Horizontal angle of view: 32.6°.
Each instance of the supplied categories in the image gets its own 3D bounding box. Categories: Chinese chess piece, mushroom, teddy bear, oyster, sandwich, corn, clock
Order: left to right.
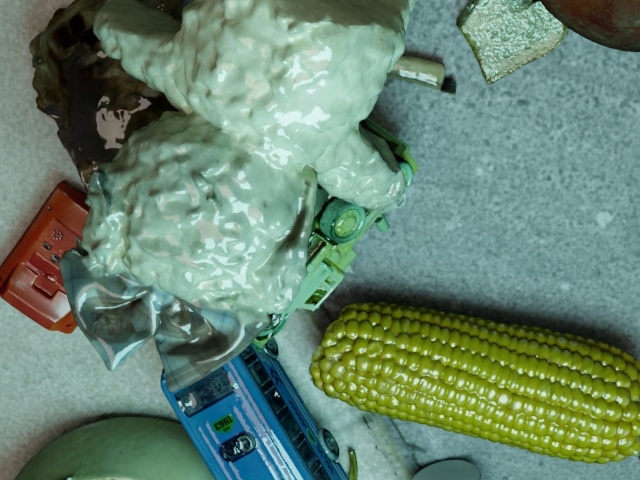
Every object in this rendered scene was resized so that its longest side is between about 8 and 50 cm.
[{"bbox_3d":[-0.290,0.022,1.242,0.113,0.061,0.155,36,108,-9],"label":"clock"},{"bbox_3d":[-0.206,-0.095,1.118,0.197,0.133,0.337,-14,86,31],"label":"oyster"},{"bbox_3d":[-0.226,0.387,1.334,0.349,0.146,0.349,2,112,4],"label":"Chinese chess piece"},{"bbox_3d":[-0.074,-0.108,1.031,0.327,0.375,0.362,23,122,-9],"label":"teddy bear"},{"bbox_3d":[0.050,-0.172,1.139,0.187,0.061,0.060,1,106,0],"label":"mushroom"},{"bbox_3d":[0.185,0.152,1.213,0.387,0.144,0.144,15,112,2],"label":"corn"},{"bbox_3d":[0.196,-0.221,1.116,0.105,0.036,0.093,-24,107,13],"label":"sandwich"}]

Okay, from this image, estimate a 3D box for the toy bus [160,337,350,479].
[{"bbox_3d":[-0.077,0.211,1.238,0.113,0.134,0.246,-31,90,16],"label":"toy bus"}]

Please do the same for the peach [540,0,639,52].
[{"bbox_3d":[0.299,-0.288,0.981,0.252,0.252,0.252,2,112,4],"label":"peach"}]

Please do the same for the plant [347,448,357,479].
[{"bbox_3d":[0.027,0.316,1.335,0.116,0.104,0.122,33,78,-45],"label":"plant"}]

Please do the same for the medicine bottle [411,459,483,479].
[{"bbox_3d":[0.170,0.365,1.313,0.102,0.103,0.187,-14,110,10],"label":"medicine bottle"}]

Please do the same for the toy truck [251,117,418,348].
[{"bbox_3d":[-0.003,0.001,1.153,0.259,0.128,0.135,-47,138,-4],"label":"toy truck"}]
